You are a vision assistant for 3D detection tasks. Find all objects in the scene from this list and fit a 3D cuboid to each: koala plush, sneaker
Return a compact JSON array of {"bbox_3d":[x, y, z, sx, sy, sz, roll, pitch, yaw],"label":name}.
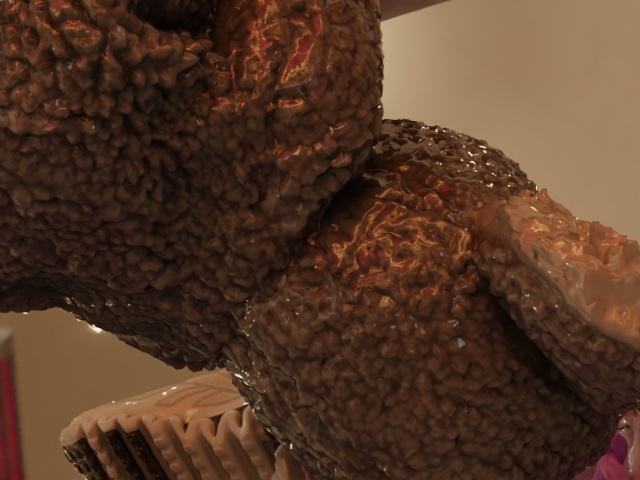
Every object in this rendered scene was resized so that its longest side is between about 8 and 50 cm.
[{"bbox_3d":[0.000,0.000,0.467,0.203,0.221,0.196,-36,-9,-48],"label":"koala plush"},{"bbox_3d":[-0.084,0.158,1.357,0.118,0.292,0.110,-68,-36,-52],"label":"sneaker"}]

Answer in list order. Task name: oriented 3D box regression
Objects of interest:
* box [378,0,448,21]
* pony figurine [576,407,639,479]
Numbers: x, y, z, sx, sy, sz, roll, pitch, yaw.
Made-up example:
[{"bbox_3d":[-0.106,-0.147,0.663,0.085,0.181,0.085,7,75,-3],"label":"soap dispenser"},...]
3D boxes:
[{"bbox_3d":[-0.061,-0.228,0.876,0.345,0.215,0.168,-23,-20,-39],"label":"box"},{"bbox_3d":[0.284,0.203,1.354,0.303,0.351,0.363,-21,-34,35],"label":"pony figurine"}]
